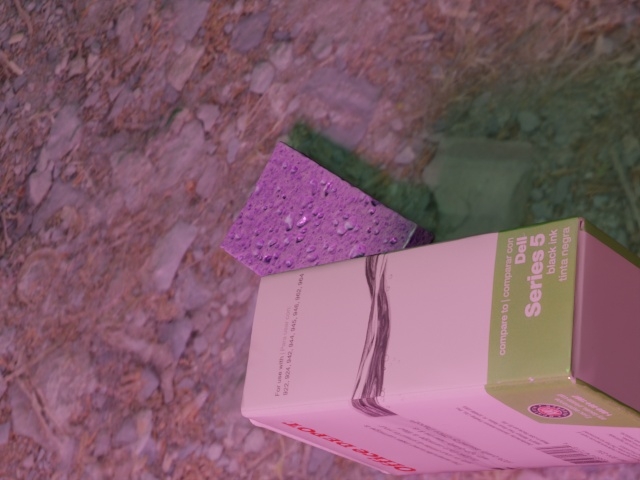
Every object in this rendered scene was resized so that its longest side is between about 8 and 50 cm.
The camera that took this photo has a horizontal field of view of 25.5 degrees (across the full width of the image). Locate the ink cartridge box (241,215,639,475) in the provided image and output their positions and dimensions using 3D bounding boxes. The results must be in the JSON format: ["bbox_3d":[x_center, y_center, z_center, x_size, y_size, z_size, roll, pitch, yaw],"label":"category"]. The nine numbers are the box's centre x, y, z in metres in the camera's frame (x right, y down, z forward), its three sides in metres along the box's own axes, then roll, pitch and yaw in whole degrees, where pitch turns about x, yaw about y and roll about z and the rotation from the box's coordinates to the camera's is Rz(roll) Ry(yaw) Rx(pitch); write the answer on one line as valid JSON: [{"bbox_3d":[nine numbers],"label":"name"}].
[{"bbox_3d":[0.111,0.087,0.999,0.273,0.198,0.114,-11,63,38],"label":"ink cartridge box"}]

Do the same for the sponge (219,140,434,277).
[{"bbox_3d":[0.000,0.000,1.263,0.210,0.031,0.117,34,94,46],"label":"sponge"}]
